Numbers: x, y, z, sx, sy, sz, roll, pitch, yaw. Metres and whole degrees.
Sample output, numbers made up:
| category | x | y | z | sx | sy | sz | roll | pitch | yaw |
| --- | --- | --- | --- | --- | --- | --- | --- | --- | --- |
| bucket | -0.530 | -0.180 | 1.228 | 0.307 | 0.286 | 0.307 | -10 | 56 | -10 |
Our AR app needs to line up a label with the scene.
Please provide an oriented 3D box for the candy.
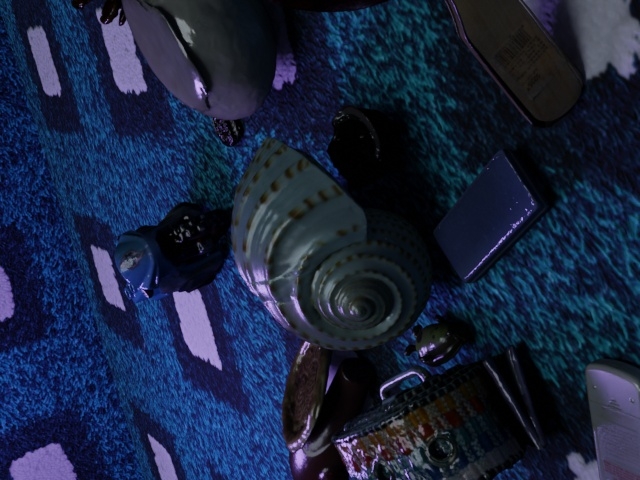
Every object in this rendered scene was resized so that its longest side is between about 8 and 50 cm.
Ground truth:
| category | x | y | z | sx | sy | sz | roll | pitch | yaw |
| --- | --- | --- | --- | --- | --- | --- | --- | --- | --- |
| candy | -0.178 | -0.321 | 1.415 | 0.295 | 0.185 | 0.295 | 51 | 165 | 20 |

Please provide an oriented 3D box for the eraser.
| category | x | y | z | sx | sy | sz | roll | pitch | yaw |
| --- | --- | --- | --- | --- | --- | --- | --- | --- | --- |
| eraser | 0.198 | -0.023 | 1.100 | 0.082 | 0.036 | 0.225 | 60 | 152 | 18 |

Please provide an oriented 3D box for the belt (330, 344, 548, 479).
| category | x | y | z | sx | sy | sz | roll | pitch | yaw |
| --- | --- | --- | --- | --- | --- | --- | --- | --- | --- |
| belt | 0.140 | 0.248 | 1.216 | 0.160 | 0.207 | 0.295 | 62 | 151 | 9 |

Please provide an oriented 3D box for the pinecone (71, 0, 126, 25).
| category | x | y | z | sx | sy | sz | roll | pitch | yaw |
| --- | --- | --- | --- | --- | --- | --- | --- | --- | --- |
| pinecone | -0.375 | -0.506 | 1.569 | 0.309 | 0.244 | 0.244 | 33 | 167 | -26 |

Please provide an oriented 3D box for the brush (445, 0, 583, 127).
| category | x | y | z | sx | sy | sz | roll | pitch | yaw |
| --- | --- | --- | --- | --- | --- | --- | --- | --- | --- |
| brush | 0.138 | -0.236 | 0.877 | 0.327 | 0.070 | 0.065 | 43 | -169 | -29 |

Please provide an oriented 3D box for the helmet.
| category | x | y | z | sx | sy | sz | roll | pitch | yaw |
| --- | --- | --- | --- | --- | --- | --- | --- | --- | --- |
| helmet | 0.065 | -0.131 | 1.234 | 0.098 | 0.070 | 0.123 | 48 | 140 | 24 |

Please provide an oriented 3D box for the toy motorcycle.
| category | x | y | z | sx | sy | sz | roll | pitch | yaw |
| --- | --- | --- | --- | --- | --- | --- | --- | --- | --- |
| toy motorcycle | -0.334 | 0.041 | 1.920 | 0.172 | 0.232 | 0.416 | 63 | 153 | 6 |

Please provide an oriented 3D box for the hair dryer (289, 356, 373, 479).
| category | x | y | z | sx | sy | sz | roll | pitch | yaw |
| --- | --- | --- | --- | --- | --- | --- | --- | --- | --- |
| hair dryer | 0.047 | 0.406 | 1.523 | 0.312 | 0.123 | 0.340 | 111 | 152 | -42 |

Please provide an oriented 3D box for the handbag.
| category | x | y | z | sx | sy | sz | roll | pitch | yaw |
| --- | --- | --- | --- | --- | --- | --- | --- | --- | --- |
| handbag | 0.164 | 0.136 | 1.256 | 0.047 | 0.072 | 0.111 | 30 | 157 | -15 |

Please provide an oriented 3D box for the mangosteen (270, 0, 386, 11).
| category | x | y | z | sx | sy | sz | roll | pitch | yaw |
| --- | --- | --- | --- | --- | --- | --- | --- | --- | --- |
| mangosteen | 0.000 | -0.380 | 0.964 | 0.347 | 0.307 | 0.306 | 69 | 178 | -86 |

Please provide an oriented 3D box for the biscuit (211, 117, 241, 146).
| category | x | y | z | sx | sy | sz | roll | pitch | yaw |
| --- | --- | --- | --- | --- | --- | --- | --- | --- | --- |
| biscuit | -0.171 | -0.213 | 1.663 | 0.087 | 0.027 | 0.089 | 24 | 129 | 55 |

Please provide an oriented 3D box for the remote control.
| category | x | y | z | sx | sy | sz | roll | pitch | yaw |
| --- | --- | --- | --- | --- | --- | --- | --- | --- | --- |
| remote control | 0.340 | 0.222 | 1.020 | 0.087 | 0.029 | 0.190 | 13 | 120 | 58 |

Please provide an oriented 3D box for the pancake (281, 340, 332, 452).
| category | x | y | z | sx | sy | sz | roll | pitch | yaw |
| --- | --- | --- | --- | --- | --- | --- | --- | --- | --- |
| pancake | -0.024 | 0.254 | 1.582 | 0.235 | 0.029 | 0.211 | -149 | 77 | -77 |

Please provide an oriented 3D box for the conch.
| category | x | y | z | sx | sy | sz | roll | pitch | yaw |
| --- | --- | --- | --- | --- | --- | --- | --- | --- | --- |
| conch | -0.009 | 0.013 | 1.262 | 0.303 | 0.215 | 0.319 | 44 | 171 | -25 |
